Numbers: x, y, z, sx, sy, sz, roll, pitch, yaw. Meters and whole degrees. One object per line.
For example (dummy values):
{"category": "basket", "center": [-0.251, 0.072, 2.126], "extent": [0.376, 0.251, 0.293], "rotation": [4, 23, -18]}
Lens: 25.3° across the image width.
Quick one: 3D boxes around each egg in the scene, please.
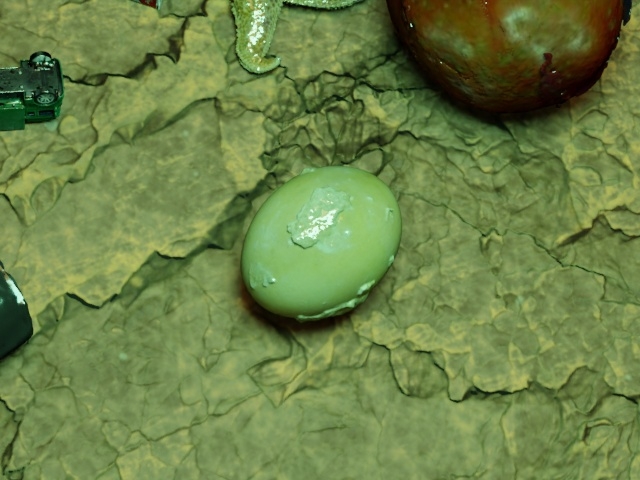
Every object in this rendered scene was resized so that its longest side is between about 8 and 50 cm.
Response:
{"category": "egg", "center": [0.000, 0.001, 1.609], "extent": [0.201, 0.164, 0.164], "rotation": [-40, 76, -19]}

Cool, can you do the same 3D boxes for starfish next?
{"category": "starfish", "center": [-0.077, -0.365, 1.828], "extent": [0.302, 0.060, 0.299], "rotation": [28, 66, 5]}

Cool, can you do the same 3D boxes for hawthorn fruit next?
{"category": "hawthorn fruit", "center": [0.219, -0.308, 1.731], "extent": [0.316, 0.316, 0.316], "rotation": [4, 64, -8]}

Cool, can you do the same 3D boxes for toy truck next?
{"category": "toy truck", "center": [-0.375, -0.171, 1.671], "extent": [0.147, 0.079, 0.065], "rotation": [-6, 65, -12]}

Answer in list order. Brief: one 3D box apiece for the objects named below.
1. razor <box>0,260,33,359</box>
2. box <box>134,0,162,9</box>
{"category": "razor", "center": [-0.477, 0.114, 1.500], "extent": [0.327, 0.107, 0.189], "rotation": [-33, 75, -22]}
{"category": "box", "center": [-0.299, -0.350, 1.785], "extent": [0.218, 0.055, 0.039], "rotation": [17, 65, 0]}
